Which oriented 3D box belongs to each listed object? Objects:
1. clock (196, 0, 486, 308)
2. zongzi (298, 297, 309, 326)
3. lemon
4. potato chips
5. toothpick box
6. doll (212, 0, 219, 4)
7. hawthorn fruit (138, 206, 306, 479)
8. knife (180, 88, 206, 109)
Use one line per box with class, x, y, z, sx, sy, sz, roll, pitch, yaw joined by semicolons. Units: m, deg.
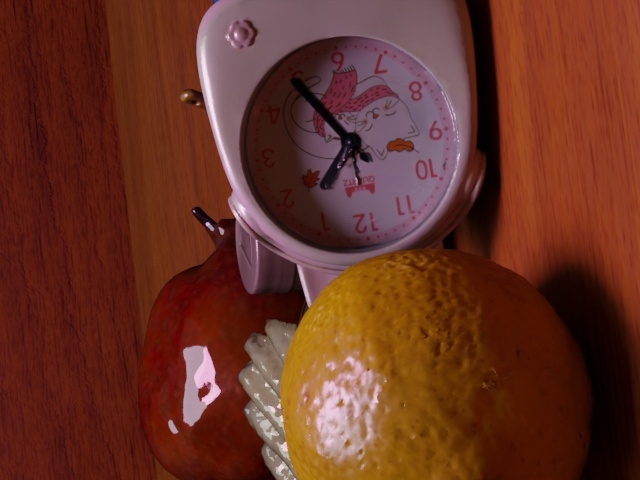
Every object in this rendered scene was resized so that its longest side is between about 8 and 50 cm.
clock;0.028;-0.100;1.698;0.108;0.265;0.324;-58;-41;-84
zongzi;0.086;0.047;1.773;0.274;0.145;0.300;46;131;54
lemon;0.098;0.141;1.486;0.293;0.293;0.293;175;90;-75
potato chips;0.047;0.280;1.803;0.429;0.070;0.358;46;157;37
toothpick box;0.000;0.000;1.967;0.111;0.180;0.111;175;90;-75
doll;-0.040;-0.364;2.104;0.215;0.161;0.257;-117;39;-85
hawthorn fruit;-0.067;0.153;2.100;0.308;0.308;0.325;154;133;-74
knife;-0.048;-0.131;1.998;0.046;0.256;0.022;-28;55;45
